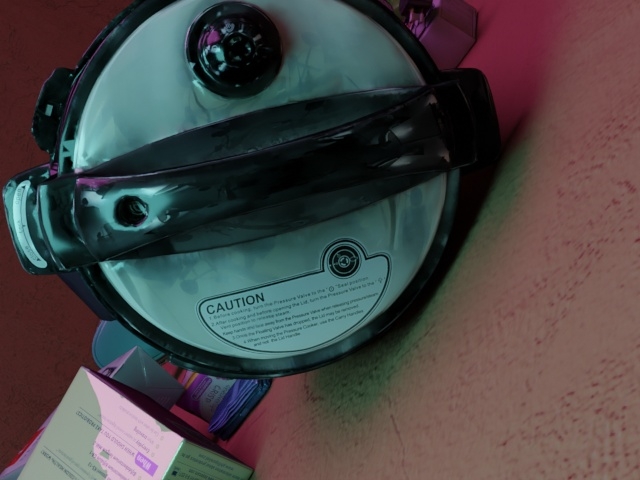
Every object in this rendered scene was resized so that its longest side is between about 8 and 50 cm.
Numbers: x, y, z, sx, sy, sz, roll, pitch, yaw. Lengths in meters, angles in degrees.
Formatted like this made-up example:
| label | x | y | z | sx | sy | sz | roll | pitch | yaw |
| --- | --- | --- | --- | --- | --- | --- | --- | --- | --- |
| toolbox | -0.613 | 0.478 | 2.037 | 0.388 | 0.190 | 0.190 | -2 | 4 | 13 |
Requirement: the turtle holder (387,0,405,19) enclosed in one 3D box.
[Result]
| label | x | y | z | sx | sy | sz | roll | pitch | yaw |
| --- | --- | --- | --- | --- | --- | --- | --- | --- | --- |
| turtle holder | 0.119 | -0.454 | 1.773 | 0.227 | 0.243 | 0.320 | -50 | -38 | -37 |

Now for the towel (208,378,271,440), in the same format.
| label | x | y | z | sx | sy | sz | roll | pitch | yaw |
| --- | --- | --- | --- | --- | --- | --- | --- | --- | --- |
| towel | -0.096 | 0.190 | 1.471 | 0.119 | 0.029 | 0.067 | -53 | 13 | 34 |

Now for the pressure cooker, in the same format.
| label | x | y | z | sx | sy | sz | roll | pitch | yaw |
| --- | --- | --- | --- | --- | --- | --- | --- | --- | --- |
| pressure cooker | -0.069 | -0.067 | 1.108 | 0.370 | 0.375 | 0.420 | -57 | 10 | -1 |

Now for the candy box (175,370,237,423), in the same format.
| label | x | y | z | sx | sy | sz | roll | pitch | yaw |
| --- | --- | --- | --- | --- | --- | --- | --- | --- | --- |
| candy box | -0.106 | 0.114 | 1.606 | 0.159 | 0.071 | 0.233 | -52 | 14 | 34 |

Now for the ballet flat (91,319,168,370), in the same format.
| label | x | y | z | sx | sy | sz | roll | pitch | yaw |
| --- | --- | --- | --- | --- | --- | --- | --- | --- | --- |
| ballet flat | -0.219 | 0.055 | 2.152 | 0.483 | 0.164 | 0.182 | -51 | -9 | 14 |

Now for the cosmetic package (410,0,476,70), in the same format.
| label | x | y | z | sx | sy | sz | roll | pitch | yaw |
| --- | --- | --- | --- | --- | --- | --- | --- | --- | --- |
| cosmetic package | 0.102 | -0.192 | 1.487 | 0.239 | 0.060 | 0.099 | -53 | 12 | 31 |

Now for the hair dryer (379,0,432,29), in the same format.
| label | x | y | z | sx | sy | sz | roll | pitch | yaw |
| --- | --- | --- | --- | --- | --- | --- | --- | --- | --- |
| hair dryer | 0.030 | -0.207 | 1.482 | 0.224 | 0.080 | 0.293 | -63 | 11 | -8 |

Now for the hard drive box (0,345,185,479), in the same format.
| label | x | y | z | sx | sy | sz | roll | pitch | yaw |
| --- | --- | --- | --- | --- | --- | --- | --- | --- | --- |
| hard drive box | -0.302 | 0.256 | 1.558 | 0.232 | 0.089 | 0.181 | -33 | 16 | 52 |

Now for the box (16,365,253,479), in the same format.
| label | x | y | z | sx | sy | sz | roll | pitch | yaw |
| --- | --- | --- | --- | --- | --- | --- | --- | --- | --- |
| box | -0.227 | 0.297 | 1.306 | 0.213 | 0.117 | 0.243 | 23 | 81 | 45 |

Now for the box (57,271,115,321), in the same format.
| label | x | y | z | sx | sy | sz | roll | pitch | yaw |
| --- | --- | --- | --- | --- | --- | --- | --- | --- | --- |
| box | -0.186 | -0.094 | 1.672 | 0.293 | 0.212 | 0.395 | -3 | 44 | 52 |
